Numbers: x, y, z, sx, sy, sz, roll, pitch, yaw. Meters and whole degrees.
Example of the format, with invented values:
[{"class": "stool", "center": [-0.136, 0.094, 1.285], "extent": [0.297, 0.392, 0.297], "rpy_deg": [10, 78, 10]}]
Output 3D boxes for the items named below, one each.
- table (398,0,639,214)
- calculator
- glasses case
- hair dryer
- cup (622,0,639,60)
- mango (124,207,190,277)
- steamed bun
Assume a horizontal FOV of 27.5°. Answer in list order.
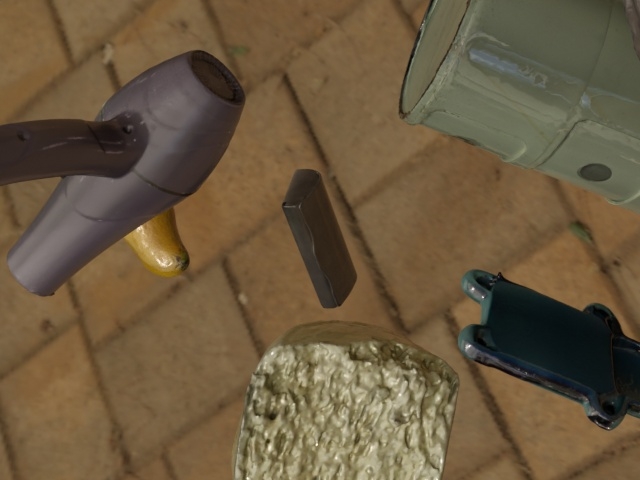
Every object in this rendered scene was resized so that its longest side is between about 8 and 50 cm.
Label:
[{"class": "table", "center": [0.168, -0.088, 0.758], "extent": [0.126, 0.220, 0.126], "rpy_deg": [-160, 90, -81]}, {"class": "calculator", "center": [0.141, 0.062, 0.721], "extent": [0.094, 0.141, 0.019], "rpy_deg": [-78, 12, -51]}, {"class": "glasses case", "center": [-0.001, -0.001, 1.634], "extent": [0.042, 0.190, 0.072], "rpy_deg": [6, 50, 25]}, {"class": "hair dryer", "center": [-0.253, -0.051, 1.152], "extent": [0.301, 0.361, 0.121], "rpy_deg": [-42, 73, 25]}, {"class": "cup", "center": [0.259, -0.133, 0.418], "extent": [0.257, 0.227, 0.301], "rpy_deg": [-141, 38, -65]}, {"class": "mango", "center": [-0.249, -0.025, 1.902], "extent": [0.098, 0.075, 0.190], "rpy_deg": [-42, 69, 37]}, {"class": "steamed bun", "center": [0.002, 0.238, 1.713], "extent": [0.290, 0.272, 0.273], "rpy_deg": [-67, 23, 8]}]
